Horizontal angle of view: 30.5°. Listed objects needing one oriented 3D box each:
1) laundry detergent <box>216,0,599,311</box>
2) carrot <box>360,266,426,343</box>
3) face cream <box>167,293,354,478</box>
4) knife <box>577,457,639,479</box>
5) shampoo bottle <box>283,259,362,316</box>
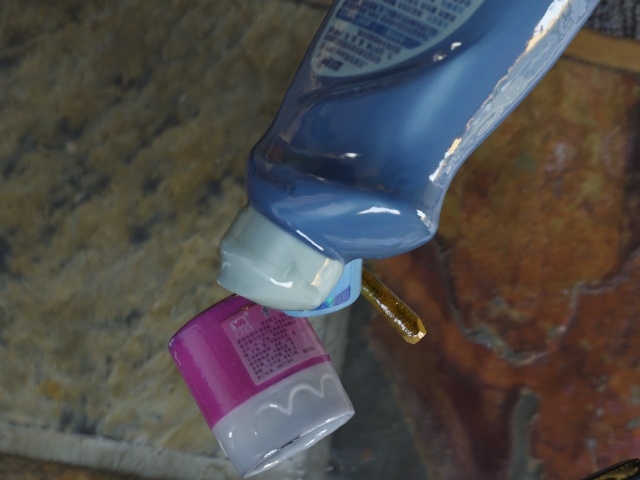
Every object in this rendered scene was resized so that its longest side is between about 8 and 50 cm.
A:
[{"bbox_3d":[0.043,-0.078,0.686,0.143,0.094,0.290,36,95,40],"label":"laundry detergent"},{"bbox_3d":[0.091,0.087,1.758,0.170,0.042,0.042,44,72,-1],"label":"carrot"},{"bbox_3d":[-0.073,0.173,1.467,0.175,0.175,0.195,-28,76,-17],"label":"face cream"},{"bbox_3d":[0.311,0.203,1.066,0.230,0.060,0.028,-23,59,-7],"label":"knife"},{"bbox_3d":[0.000,0.000,1.296,0.104,0.258,0.061,-13,60,-9],"label":"shampoo bottle"}]
